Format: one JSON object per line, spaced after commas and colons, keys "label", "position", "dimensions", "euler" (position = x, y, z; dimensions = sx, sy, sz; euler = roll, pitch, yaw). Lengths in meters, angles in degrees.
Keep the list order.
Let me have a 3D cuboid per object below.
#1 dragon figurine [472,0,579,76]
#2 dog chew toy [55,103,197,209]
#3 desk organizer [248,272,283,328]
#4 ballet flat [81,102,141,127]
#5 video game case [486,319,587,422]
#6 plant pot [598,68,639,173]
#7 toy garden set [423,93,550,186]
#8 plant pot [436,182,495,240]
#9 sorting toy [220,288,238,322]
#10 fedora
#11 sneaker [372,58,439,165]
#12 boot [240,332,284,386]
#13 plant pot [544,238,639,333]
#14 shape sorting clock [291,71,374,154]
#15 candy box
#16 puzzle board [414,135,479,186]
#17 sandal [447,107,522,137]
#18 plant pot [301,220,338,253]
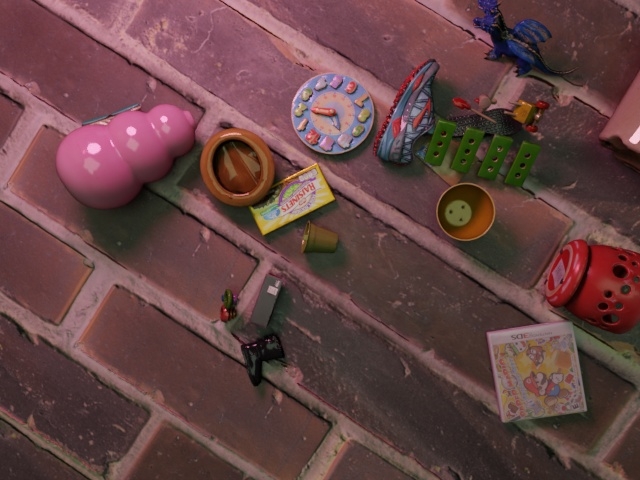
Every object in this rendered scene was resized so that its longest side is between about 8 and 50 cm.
{"label": "dragon figurine", "position": [0.471, -0.452, 1.187], "dimensions": [0.289, 0.144, 0.085], "euler": [31, 93, 2]}
{"label": "dog chew toy", "position": [-0.452, -0.215, 1.230], "dimensions": [0.332, 0.206, 0.206], "euler": [-30, 89, -4]}
{"label": "desk organizer", "position": [-0.133, 0.150, 1.286], "dimensions": [0.047, 0.050, 0.130], "euler": [20, 93, 3]}
{"label": "ballet flat", "position": [-0.526, -0.302, 1.308], "dimensions": [0.168, 0.057, 0.052], "euler": [-16, 118, 7]}
{"label": "video game case", "position": [0.532, 0.322, 1.260], "dimensions": [0.207, 0.026, 0.226], "euler": [-10, 91, 4]}
{"label": "plant pot", "position": [0.797, -0.290, 1.106], "dimensions": [0.334, 0.334, 0.305], "euler": [36, 104, 2]}
{"label": "toy garden set", "position": [0.394, -0.253, 1.204], "dimensions": [0.245, 0.049, 0.203], "euler": [15, 123, 0]}
{"label": "plant pot", "position": [0.339, -0.067, 1.229], "dimensions": [0.134, 0.095, 0.134], "euler": [0, 92, 4]}
{"label": "sorting toy", "position": [-0.224, 0.162, 1.289], "dimensions": [0.042, 0.061, 0.101], "euler": [4, 130, -24]}
{"label": "fedora", "position": [-0.201, -0.179, 1.269], "dimensions": [0.195, 0.079, 0.194], "euler": [0, 95, 2]}
{"label": "sneaker", "position": [0.231, -0.304, 1.241], "dimensions": [0.125, 0.104, 0.261], "euler": [25, 101, -7]}
{"label": "boot", "position": [-0.140, 0.300, 1.295], "dimensions": [0.099, 0.045, 0.121], "euler": [-17, 89, 1]}
{"label": "plant pot", "position": [0.629, 0.095, 1.169], "dimensions": [0.174, 0.191, 0.191], "euler": [22, 93, 6]}
{"label": "shape sorting clock", "position": [0.030, -0.316, 1.270], "dimensions": [0.207, 0.040, 0.206], "euler": [0, 92, 4]}
{"label": "candy box", "position": [-0.076, -0.103, 1.289], "dimensions": [0.206, 0.027, 0.105], "euler": [-27, 92, 4]}
{"label": "puzzle board", "position": [0.313, -0.208, 1.270], "dimensions": [0.128, 0.011, 0.096], "euler": [42, 94, 2]}
{"label": "sandal", "position": [0.396, -0.283, 1.251], "dimensions": [0.179, 0.040, 0.067], "euler": [-2, 89, 11]}
{"label": "plant pot", "position": [0.000, 0.000, 1.266], "dimensions": [0.079, 0.083, 0.083], "euler": [13, 92, -9]}
